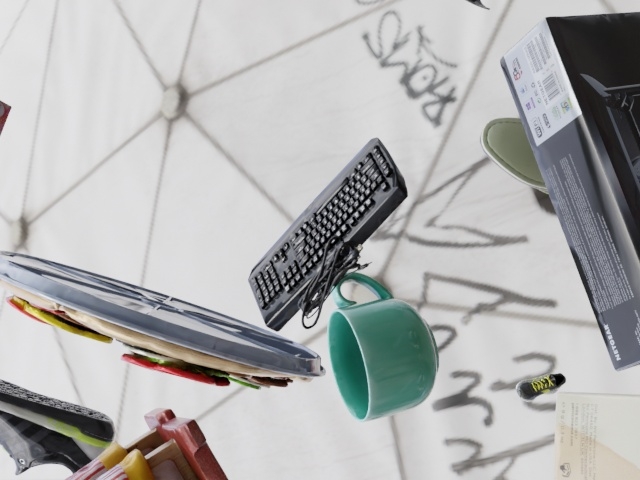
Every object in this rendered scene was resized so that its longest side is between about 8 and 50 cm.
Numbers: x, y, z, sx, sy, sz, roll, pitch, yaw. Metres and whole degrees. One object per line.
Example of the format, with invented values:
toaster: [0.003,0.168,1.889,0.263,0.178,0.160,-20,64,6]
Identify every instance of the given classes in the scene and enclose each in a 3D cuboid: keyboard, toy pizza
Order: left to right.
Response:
toy pizza: [-0.095,0.050,0.584,0.201,0.201,0.032,20,-92,-33]
keyboard: [0.000,0.000,0.915,0.038,0.192,0.100,17,-147,-44]

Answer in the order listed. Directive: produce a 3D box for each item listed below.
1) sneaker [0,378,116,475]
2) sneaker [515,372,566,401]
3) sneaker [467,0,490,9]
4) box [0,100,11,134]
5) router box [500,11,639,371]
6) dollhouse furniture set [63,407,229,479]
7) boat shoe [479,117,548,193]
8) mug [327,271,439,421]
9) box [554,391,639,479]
sneaker: [-0.357,0.227,1.215,0.234,0.084,0.097,18,-92,-1]
sneaker: [0.304,0.198,1.427,0.083,0.035,0.031,-9,-118,-37]
sneaker: [0.162,-0.348,1.312,0.089,0.051,0.170,13,-149,-14]
box: [-0.567,-0.130,1.493,0.128,0.257,0.123,29,-122,-29]
router box: [0.327,-0.059,0.944,0.242,0.081,0.309,-9,-106,-27]
dollhouse furniture set: [-0.085,0.316,0.688,0.201,0.152,0.374,-33,-84,-18]
boat shoe: [0.310,-0.101,1.400,0.227,0.068,0.081,21,-95,-12]
mug: [0.073,0.118,1.169,0.097,0.129,0.158,-11,-75,-17]
box: [0.379,0.209,0.973,0.148,0.311,0.121,8,-99,-29]
